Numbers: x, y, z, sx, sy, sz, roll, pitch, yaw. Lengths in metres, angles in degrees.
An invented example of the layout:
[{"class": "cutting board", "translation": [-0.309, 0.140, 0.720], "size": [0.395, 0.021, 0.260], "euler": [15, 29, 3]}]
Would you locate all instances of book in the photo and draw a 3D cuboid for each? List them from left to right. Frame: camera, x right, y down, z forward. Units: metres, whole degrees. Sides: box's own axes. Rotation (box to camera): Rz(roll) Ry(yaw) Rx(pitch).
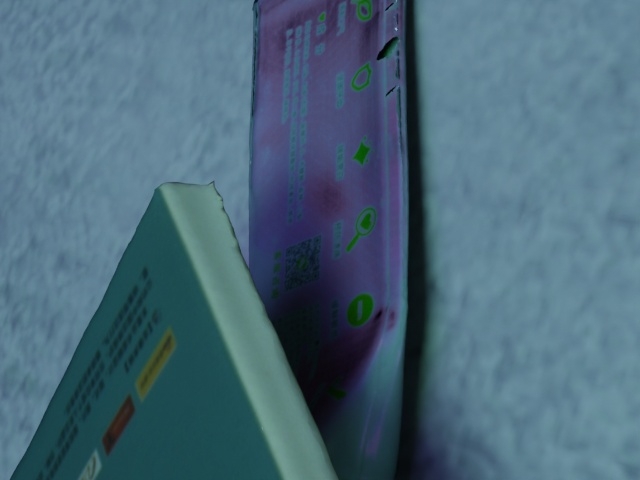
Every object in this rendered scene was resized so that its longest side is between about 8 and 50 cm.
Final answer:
[{"class": "book", "translation": [-0.034, 0.202, 0.429], "size": [0.264, 0.031, 0.379], "euler": [-58, 43, 36]}]

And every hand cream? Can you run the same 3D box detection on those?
[{"class": "hand cream", "translation": [-0.001, 0.000, 0.520], "size": [0.079, 0.050, 0.275], "euler": [-6, 63, 16]}]
